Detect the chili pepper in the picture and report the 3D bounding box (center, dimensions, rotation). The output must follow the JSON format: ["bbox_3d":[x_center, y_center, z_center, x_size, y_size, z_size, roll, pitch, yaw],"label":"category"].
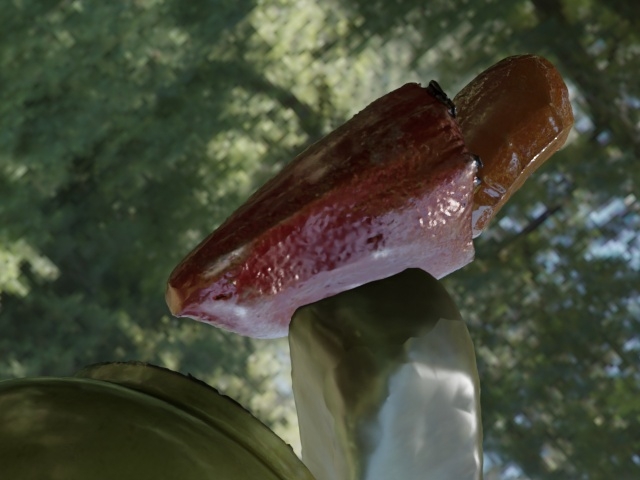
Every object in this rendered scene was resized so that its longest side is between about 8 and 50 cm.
[{"bbox_3d":[0.000,0.000,1.094,0.253,0.136,0.144,-29,174,-18],"label":"chili pepper"}]

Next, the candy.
[{"bbox_3d":[0.045,0.135,0.975,0.104,0.234,0.102,-20,-145,-24],"label":"candy"}]

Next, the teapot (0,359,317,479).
[{"bbox_3d":[-0.073,0.148,0.472,0.182,0.269,0.173,-52,169,-40],"label":"teapot"}]

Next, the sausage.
[{"bbox_3d":[0.185,-0.103,1.693,0.258,0.133,0.133,-49,-163,-16],"label":"sausage"}]
